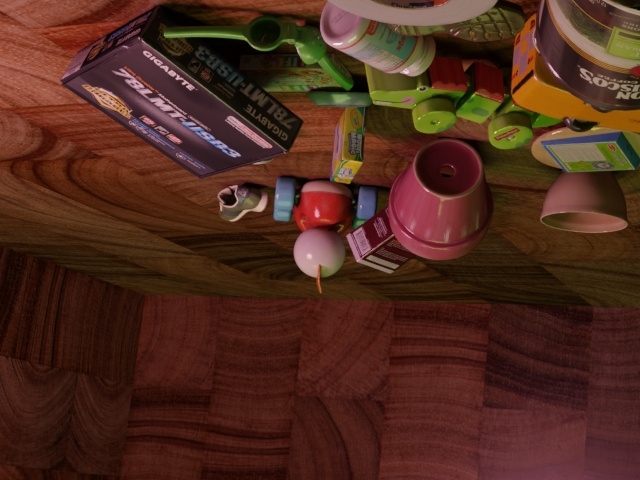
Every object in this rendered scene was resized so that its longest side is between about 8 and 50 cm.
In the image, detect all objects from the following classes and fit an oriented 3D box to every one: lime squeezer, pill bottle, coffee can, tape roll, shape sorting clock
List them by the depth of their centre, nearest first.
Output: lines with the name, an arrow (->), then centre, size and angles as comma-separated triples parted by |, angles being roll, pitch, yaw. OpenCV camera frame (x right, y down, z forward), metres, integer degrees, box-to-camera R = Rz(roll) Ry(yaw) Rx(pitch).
coffee can -> 0.335, -0.274, 1.274 | 0.202, 0.201, 0.275 | 5, 168, 7
tape roll -> 0.105, -0.328, 1.447 | 0.219, 0.072, 0.219 | 6, 169, 1
pill bottle -> 0.082, -0.279, 1.658 | 0.087, 0.087, 0.160 | -5, 164, 43
lime squeezer -> -0.064, -0.287, 1.770 | 0.310, 0.058, 0.110 | 12, 174, -27
shape sorting clock -> 0.472, -0.162, 2.127 | 0.206, 0.040, 0.206 | 7, 165, 2

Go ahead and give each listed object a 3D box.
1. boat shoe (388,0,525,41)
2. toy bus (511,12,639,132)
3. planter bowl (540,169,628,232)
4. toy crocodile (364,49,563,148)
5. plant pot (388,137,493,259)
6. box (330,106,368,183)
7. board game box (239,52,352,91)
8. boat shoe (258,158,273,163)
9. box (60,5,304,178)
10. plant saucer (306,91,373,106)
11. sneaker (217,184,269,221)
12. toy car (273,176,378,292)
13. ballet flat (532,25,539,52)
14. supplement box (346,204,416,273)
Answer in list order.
boat shoe -> 0.176, -0.301, 1.581 | 0.178, 0.060, 0.064 | 5, 144, 9
toy bus -> 0.436, -0.215, 1.677 | 0.333, 0.130, 0.108 | 8, 167, -8
planter bowl -> 0.501, -0.085, 2.314 | 0.162, 0.109, 0.162 | 5, 168, 1
toy crocodile -> 0.225, -0.221, 1.808 | 0.341, 0.115, 0.105 | 8, 149, -21
plant pot -> 0.230, -0.091, 2.276 | 0.201, 0.201, 0.180 | 6, 152, 2
box -> 0.051, -0.170, 2.146 | 0.043, 0.105, 0.179 | 7, 168, -8
board game box -> -0.038, -0.265, 1.932 | 0.154, 0.026, 0.103 | 2, 168, 19
boat shoe -> -0.125, -0.198, 2.194 | 0.076, 0.080, 0.228 | 1, 160, 29
box -> -0.221, -0.220, 1.917 | 0.295, 0.073, 0.293 | 36, 157, -26
plant saucer -> 0.036, -0.229, 1.995 | 0.119, 0.021, 0.119 | 1, -175, 0
sneaker -> -0.198, -0.093, 2.766 | 0.086, 0.064, 0.192 | 22, 162, -29
toy car -> 0.000, 0.000, 2.659 | 0.219, 0.237, 0.210 | 7, 168, -2
ballet flat -> 0.401, -0.271, 1.571 | 0.249, 0.086, 0.086 | 0, 167, 20
supplement box -> 0.188, -0.033, 2.549 | 0.239, 0.073, 0.130 | -36, 148, 25
